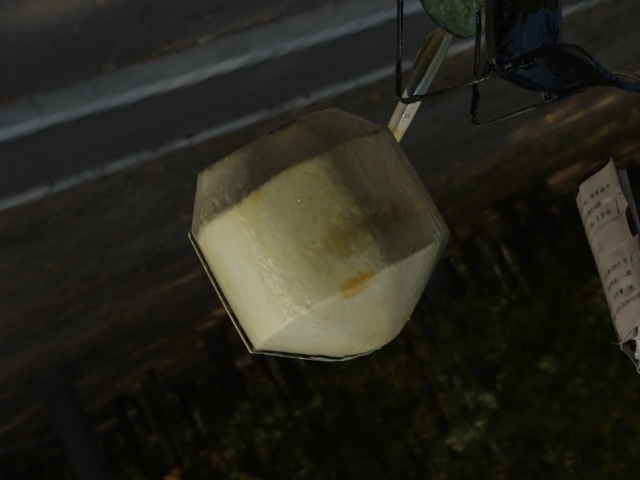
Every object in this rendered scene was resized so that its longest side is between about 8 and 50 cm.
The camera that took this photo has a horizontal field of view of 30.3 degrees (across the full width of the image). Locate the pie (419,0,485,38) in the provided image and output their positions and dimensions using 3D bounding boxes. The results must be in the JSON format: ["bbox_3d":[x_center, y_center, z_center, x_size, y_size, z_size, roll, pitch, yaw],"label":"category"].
[{"bbox_3d":[0.217,-0.335,1.521,0.187,0.041,0.187,-10,145,-7],"label":"pie"}]

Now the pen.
[{"bbox_3d":[0.134,-0.218,1.712,0.032,0.040,0.233,-33,159,-44],"label":"pen"}]

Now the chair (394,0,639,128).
[{"bbox_3d":[0.202,-0.204,1.178,0.221,0.145,0.140,-4,171,45],"label":"chair"}]

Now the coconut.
[{"bbox_3d":[0.000,0.000,1.470,0.323,0.323,0.323,-25,176,-2],"label":"coconut"}]

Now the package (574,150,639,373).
[{"bbox_3d":[0.348,0.038,1.388,0.062,0.204,0.251,-11,153,7],"label":"package"}]
